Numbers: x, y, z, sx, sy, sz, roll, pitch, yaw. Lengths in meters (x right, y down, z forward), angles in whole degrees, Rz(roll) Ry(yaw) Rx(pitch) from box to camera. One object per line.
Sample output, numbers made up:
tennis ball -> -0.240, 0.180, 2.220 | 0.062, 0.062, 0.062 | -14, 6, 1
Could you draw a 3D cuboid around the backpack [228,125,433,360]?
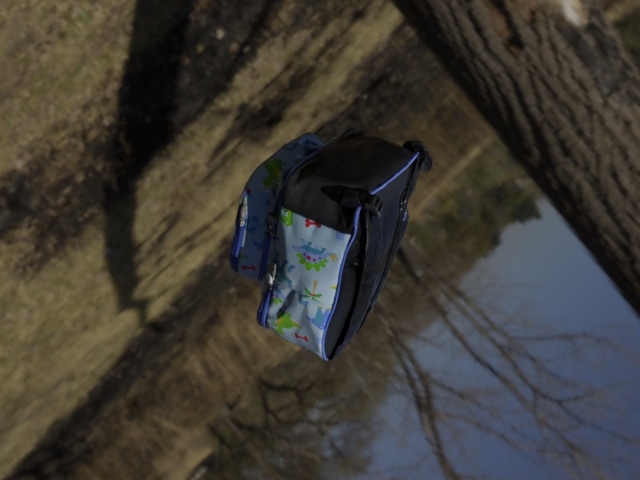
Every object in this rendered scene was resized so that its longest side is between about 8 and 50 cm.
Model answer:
backpack -> 0.000, 0.000, 0.614 | 0.105, 0.084, 0.114 | -45, 151, -54
